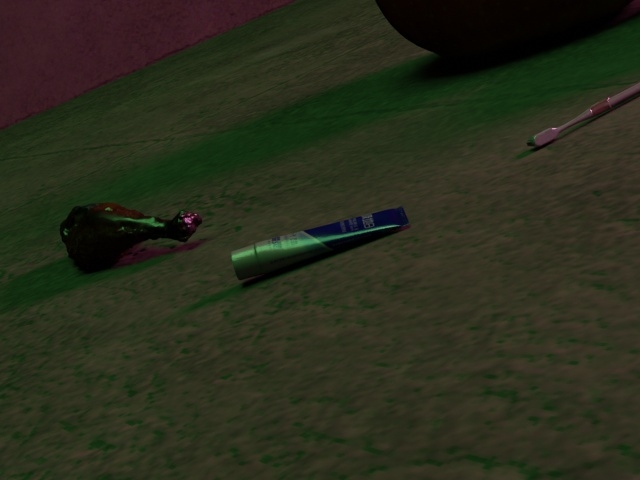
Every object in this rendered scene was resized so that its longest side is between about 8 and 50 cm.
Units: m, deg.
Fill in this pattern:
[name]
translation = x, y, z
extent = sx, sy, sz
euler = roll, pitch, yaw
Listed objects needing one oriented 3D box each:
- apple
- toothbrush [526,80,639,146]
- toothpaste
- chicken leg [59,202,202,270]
[apple]
translation = 0.138, -0.236, 0.959
extent = 0.235, 0.173, 0.210
euler = -12, 17, 32
[toothbrush]
translation = 0.142, -0.068, 0.655
extent = 0.097, 0.006, 0.008
euler = -27, 11, -22
[toothpaste]
translation = 0.000, 0.000, 0.602
extent = 0.083, 0.015, 0.024
euler = -16, 21, 3
[chicken leg]
translation = -0.120, -0.005, 0.776
extent = 0.062, 0.037, 0.145
euler = -13, 7, -23
